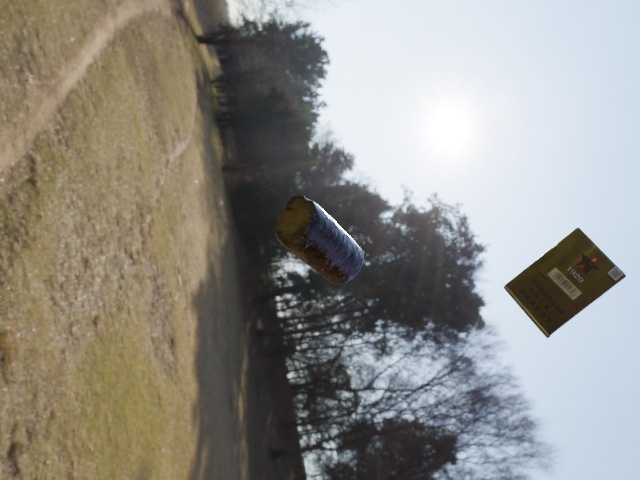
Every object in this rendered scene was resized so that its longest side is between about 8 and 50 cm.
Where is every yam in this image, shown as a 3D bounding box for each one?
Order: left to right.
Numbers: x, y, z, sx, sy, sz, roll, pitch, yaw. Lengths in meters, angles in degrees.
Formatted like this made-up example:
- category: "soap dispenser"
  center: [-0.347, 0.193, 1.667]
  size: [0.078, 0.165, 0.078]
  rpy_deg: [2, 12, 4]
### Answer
- category: "yam"
  center: [-0.001, 0.002, 0.827]
  size: [0.141, 0.079, 0.079]
  rpy_deg: [40, 29, -45]

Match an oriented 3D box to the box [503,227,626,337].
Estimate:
- category: "box"
  center: [0.330, 0.057, 0.786]
  size: [0.090, 0.133, 0.023]
  rpy_deg: [51, 0, 19]
